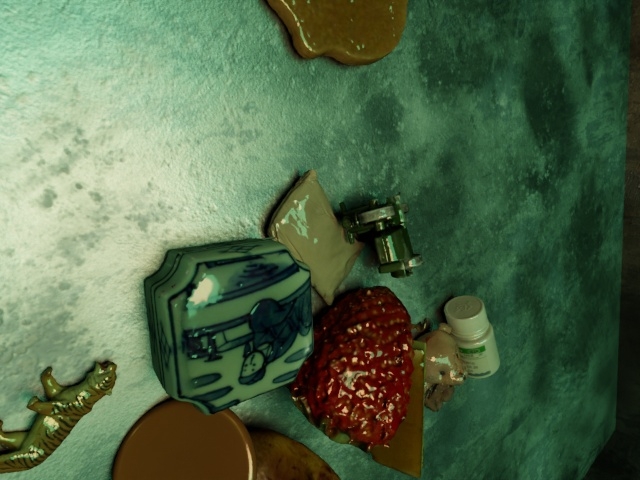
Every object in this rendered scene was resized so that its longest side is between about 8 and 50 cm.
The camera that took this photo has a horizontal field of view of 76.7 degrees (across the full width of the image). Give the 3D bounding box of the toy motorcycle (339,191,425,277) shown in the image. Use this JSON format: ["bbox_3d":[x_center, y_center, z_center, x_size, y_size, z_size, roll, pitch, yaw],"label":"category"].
[{"bbox_3d":[0.147,-0.003,0.921,0.275,0.127,0.205,-14,91,-65],"label":"toy motorcycle"}]

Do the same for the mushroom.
[{"bbox_3d":[-0.119,0.555,0.829,0.346,0.259,0.345,0,88,-11],"label":"mushroom"}]

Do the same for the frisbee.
[{"bbox_3d":[-0.236,0.404,0.703,0.251,0.021,0.250,1,70,-3],"label":"frisbee"}]

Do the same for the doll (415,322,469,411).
[{"bbox_3d":[0.359,0.400,1.179,0.201,0.156,0.303,-40,123,-26],"label":"doll"}]

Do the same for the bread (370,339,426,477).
[{"bbox_3d":[0.205,0.434,1.070,0.077,0.138,0.361,-26,117,-64],"label":"bread"}]

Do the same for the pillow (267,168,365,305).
[{"bbox_3d":[0.000,0.000,0.888,0.173,0.067,0.270,-51,125,-18],"label":"pillow"}]

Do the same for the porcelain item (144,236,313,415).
[{"bbox_3d":[-0.156,0.142,0.739,0.282,0.157,0.285,-7,101,-35],"label":"porcelain item"}]

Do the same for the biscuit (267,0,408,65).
[{"bbox_3d":[0.035,-0.559,0.822,0.365,0.062,0.385,-20,109,-31],"label":"biscuit"}]

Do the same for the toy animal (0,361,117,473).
[{"bbox_3d":[-0.422,0.280,0.619,0.241,0.057,0.099,-53,124,-19],"label":"toy animal"}]

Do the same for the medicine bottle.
[{"bbox_3d":[0.463,0.296,1.246,0.139,0.139,0.236,-37,118,-27],"label":"medicine bottle"}]

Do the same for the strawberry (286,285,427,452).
[{"bbox_3d":[0.099,0.259,0.875,0.292,0.292,0.343,41,76,-35],"label":"strawberry"}]
